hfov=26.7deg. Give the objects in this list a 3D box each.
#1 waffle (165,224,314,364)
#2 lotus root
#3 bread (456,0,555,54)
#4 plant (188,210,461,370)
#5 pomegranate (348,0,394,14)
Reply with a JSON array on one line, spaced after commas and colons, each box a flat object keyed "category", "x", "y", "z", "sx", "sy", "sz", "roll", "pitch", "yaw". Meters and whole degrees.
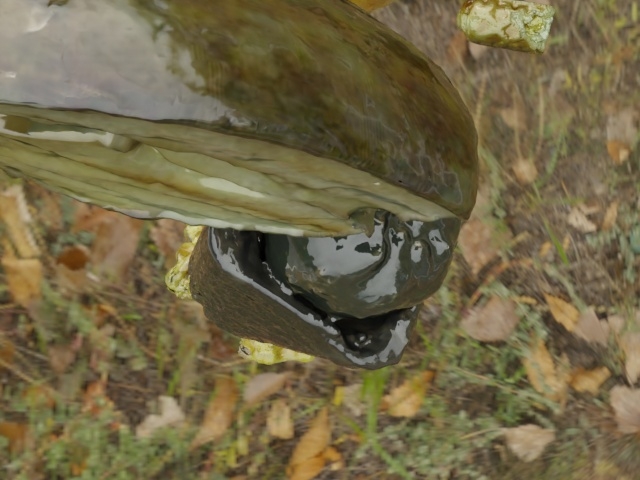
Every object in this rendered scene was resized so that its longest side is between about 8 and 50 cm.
[{"category": "waffle", "x": -0.049, "y": 0.046, "z": 1.638, "sx": 0.291, "sy": 0.051, "sz": 0.291, "roll": 4, "pitch": 44, "yaw": -4}, {"category": "lotus root", "x": -0.080, "y": -0.092, "z": 0.675, "sx": 0.314, "sy": 0.210, "sz": 0.142, "roll": 12, "pitch": 77, "yaw": -28}, {"category": "bread", "x": 0.210, "y": -0.248, "z": 1.541, "sx": 0.110, "sy": 0.066, "sz": 0.060, "roll": 11, "pitch": 121, "yaw": 0}, {"category": "plant", "x": 0.000, "y": 0.000, "z": 0.932, "sx": 0.164, "sy": 0.256, "sz": 0.142, "roll": 39, "pitch": 66, "yaw": -17}, {"category": "pomegranate", "x": -0.032, "y": -0.467, "z": 1.740, "sx": 0.410, "sy": 0.410, "sz": 0.410, "roll": -2, "pitch": 82, "yaw": 13}]
